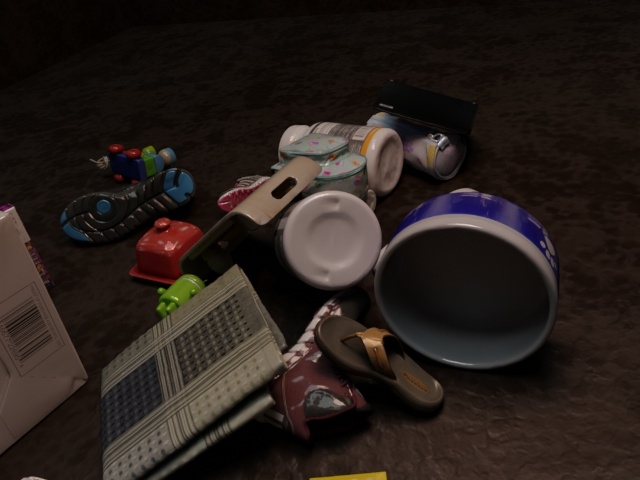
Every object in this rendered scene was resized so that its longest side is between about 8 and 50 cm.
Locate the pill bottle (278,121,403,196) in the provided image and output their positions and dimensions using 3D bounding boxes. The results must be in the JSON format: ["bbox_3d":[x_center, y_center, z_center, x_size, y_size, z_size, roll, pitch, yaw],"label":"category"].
[{"bbox_3d":[0.046,-0.201,1.493,0.278,0.162,0.162,12,39,33],"label":"pill bottle"}]

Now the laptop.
[{"bbox_3d":[0.256,-0.298,1.536,0.234,0.264,0.137,18,78,8],"label":"laptop"}]

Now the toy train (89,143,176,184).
[{"bbox_3d":[-0.544,-0.239,1.801,0.248,0.105,0.143,18,33,38],"label":"toy train"}]

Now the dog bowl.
[{"bbox_3d":[0.221,0.064,0.936,0.264,0.265,0.104,4,33,23],"label":"dog bowl"}]

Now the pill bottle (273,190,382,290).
[{"bbox_3d":[0.000,0.000,1.109,0.161,0.161,0.283,-17,3,-8],"label":"pill bottle"}]

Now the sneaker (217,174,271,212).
[{"bbox_3d":[-0.194,-0.119,1.535,0.074,0.063,0.170,22,40,40],"label":"sneaker"}]

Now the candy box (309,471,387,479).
[{"bbox_3d":[0.036,0.374,0.739,0.105,0.027,0.206,-5,33,4],"label":"candy box"}]

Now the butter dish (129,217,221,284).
[{"bbox_3d":[-0.324,0.006,1.331,0.159,0.118,0.160,8,38,29],"label":"butter dish"}]

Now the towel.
[{"bbox_3d":[-0.205,0.209,0.968,0.324,0.056,0.312,-38,32,1],"label":"towel"}]

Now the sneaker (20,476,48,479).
[{"bbox_3d":[-0.404,0.359,0.839,0.212,0.094,0.080,-8,34,6],"label":"sneaker"}]

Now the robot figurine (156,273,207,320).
[{"bbox_3d":[-0.266,0.112,1.197,0.101,0.067,0.115,-5,31,33],"label":"robot figurine"}]

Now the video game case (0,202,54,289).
[{"bbox_3d":[-0.697,0.068,1.269,0.041,0.210,0.232,21,45,40],"label":"video game case"}]

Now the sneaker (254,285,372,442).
[{"bbox_3d":[0.034,0.200,0.957,0.162,0.107,0.281,23,55,33],"label":"sneaker"}]

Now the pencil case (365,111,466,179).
[{"bbox_3d":[0.226,-0.237,1.525,0.273,0.124,0.114,31,91,49],"label":"pencil case"}]

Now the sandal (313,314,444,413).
[{"bbox_3d":[0.093,0.172,0.905,0.219,0.060,0.090,35,39,4],"label":"sandal"}]

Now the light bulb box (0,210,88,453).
[{"bbox_3d":[-0.638,0.124,1.028,0.360,0.358,0.225,14,39,32],"label":"light bulb box"}]

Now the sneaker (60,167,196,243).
[{"bbox_3d":[-0.467,-0.081,1.543,0.340,0.125,0.139,-18,6,-5],"label":"sneaker"}]

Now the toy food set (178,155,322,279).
[{"bbox_3d":[-0.138,-0.031,1.236,0.306,0.092,0.220,-34,10,47],"label":"toy food set"}]

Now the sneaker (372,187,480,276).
[{"bbox_3d":[0.250,0.018,1.162,0.282,0.102,0.161,-40,44,-21],"label":"sneaker"}]

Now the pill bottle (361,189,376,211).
[{"bbox_3d":[0.060,-0.092,1.405,0.120,0.067,0.067,14,41,34],"label":"pill bottle"}]

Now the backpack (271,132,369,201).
[{"bbox_3d":[0.008,-0.147,1.320,0.188,0.145,0.165,21,34,29],"label":"backpack"}]
